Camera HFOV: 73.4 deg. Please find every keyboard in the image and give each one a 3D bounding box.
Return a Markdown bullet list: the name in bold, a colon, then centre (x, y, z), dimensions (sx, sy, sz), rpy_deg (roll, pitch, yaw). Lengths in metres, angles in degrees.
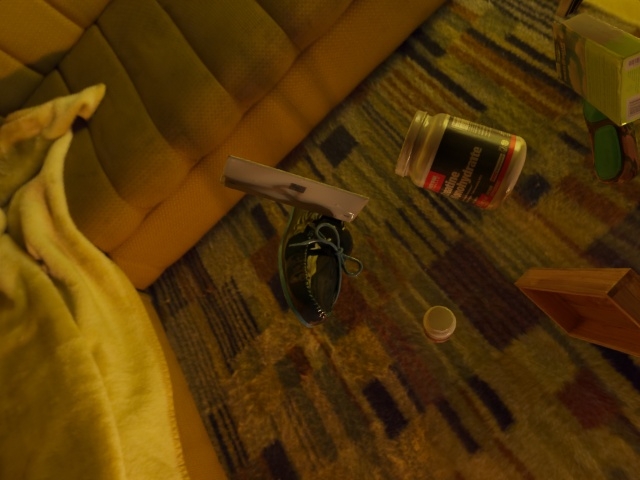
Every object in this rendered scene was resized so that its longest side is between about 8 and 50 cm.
- **keyboard**: centre (-0.043, -0.087, 0.751), dimensions (0.072, 0.256, 0.014), rpy_deg (123, 155, -45)

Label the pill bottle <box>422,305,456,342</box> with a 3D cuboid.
- **pill bottle**: centre (0.325, 0.228, 1.174), dimensions (0.086, 0.152, 0.085), rpy_deg (-4, 68, 11)

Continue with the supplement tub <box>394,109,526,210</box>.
- **supplement tub**: centre (0.344, -0.203, 1.072), dimensions (0.273, 0.191, 0.191), rpy_deg (21, 85, 10)

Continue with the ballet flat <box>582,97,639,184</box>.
- **ballet flat**: centre (0.518, -0.208, 0.756), dimensions (0.077, 0.079, 0.221), rpy_deg (-10, 86, 64)

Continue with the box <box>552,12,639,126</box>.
- **box**: centre (0.411, -0.259, 0.635), dimensions (0.043, 0.109, 0.178), rpy_deg (-22, 41, 13)

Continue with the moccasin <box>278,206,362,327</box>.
- **moccasin**: centre (0.000, 0.000, 0.791), dimensions (0.117, 0.137, 0.341), rpy_deg (-23, 38, 18)

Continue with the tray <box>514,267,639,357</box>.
- **tray**: centre (0.618, 0.152, 0.966), dimensions (0.203, 0.411, 0.076), rpy_deg (44, 89, 4)

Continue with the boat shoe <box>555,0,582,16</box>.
- **boat shoe**: centre (0.394, -0.374, 0.561), dimensions (0.083, 0.183, 0.065), rpy_deg (28, 54, 9)
